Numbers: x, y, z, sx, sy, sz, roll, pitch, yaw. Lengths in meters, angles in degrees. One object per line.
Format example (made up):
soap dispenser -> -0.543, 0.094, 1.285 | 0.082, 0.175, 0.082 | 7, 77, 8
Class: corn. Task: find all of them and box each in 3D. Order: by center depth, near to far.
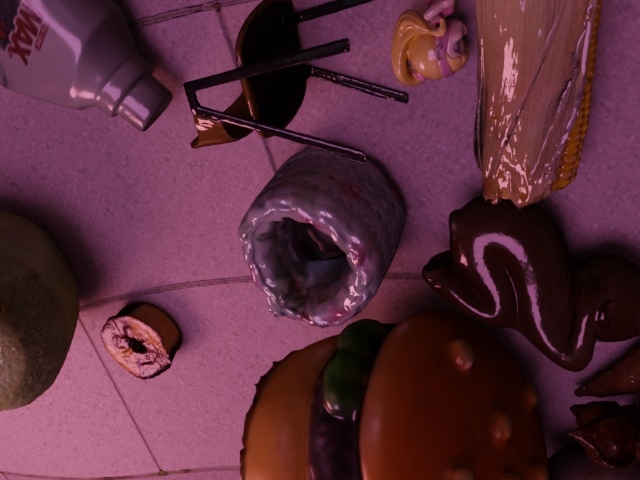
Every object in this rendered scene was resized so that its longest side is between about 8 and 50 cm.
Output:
corn -> 0.209, -0.170, 0.829 | 0.123, 0.122, 0.305 | 10, 129, 22

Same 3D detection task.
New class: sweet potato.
sweet potato -> 0.394, 0.151, 1.010 | 0.068, 0.068, 0.226 | 50, 140, -12

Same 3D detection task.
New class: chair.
chair -> -0.045, -0.181, 0.930 | 0.247, 0.158, 0.172 | 7, 128, 22

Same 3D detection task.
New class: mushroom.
mushroom -> 0.368, 0.324, 1.103 | 0.188, 0.141, 0.117 | -16, 92, 32

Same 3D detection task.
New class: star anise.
star anise -> 0.398, 0.226, 0.983 | 0.213, 0.111, 0.196 | 0, 156, 9

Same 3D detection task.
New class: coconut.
coconut -> -0.528, 0.104, 1.310 | 0.329, 0.328, 0.281 | 31, 102, 4

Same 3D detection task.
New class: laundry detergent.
laundry detergent -> -0.369, -0.279, 1.055 | 0.398, 0.124, 0.264 | 39, 131, -6

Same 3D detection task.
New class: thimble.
thimble -> 0.000, 0.000, 1.047 | 0.185, 0.149, 0.211 | 26, 132, 5

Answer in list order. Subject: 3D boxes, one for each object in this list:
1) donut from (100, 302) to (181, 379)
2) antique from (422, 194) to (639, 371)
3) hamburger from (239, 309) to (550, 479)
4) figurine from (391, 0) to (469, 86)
donut -> -0.294, 0.165, 1.376 | 0.141, 0.059, 0.140 | 14, 129, 18
antique -> 0.261, 0.040, 0.964 | 0.257, 0.121, 0.143 | 31, 123, 13
hamburger -> 0.113, 0.276, 1.028 | 0.278, 0.395, 0.395 | -18, 113, 37
figurine -> 0.113, -0.242, 0.852 | 0.083, 0.083, 0.187 | 13, 136, 19
